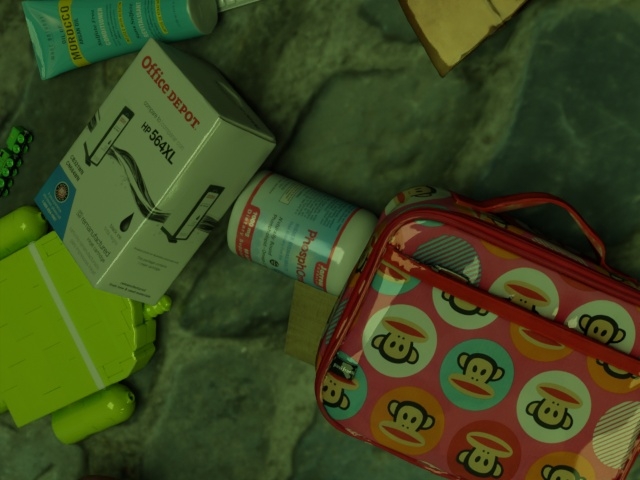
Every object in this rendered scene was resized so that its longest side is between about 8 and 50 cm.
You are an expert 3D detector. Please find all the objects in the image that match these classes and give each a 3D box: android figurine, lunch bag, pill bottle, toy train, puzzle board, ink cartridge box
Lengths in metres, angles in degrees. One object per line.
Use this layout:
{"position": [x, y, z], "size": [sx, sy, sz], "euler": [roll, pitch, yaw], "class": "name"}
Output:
{"position": [-0.277, 0.086, 1.490], "size": [0.272, 0.056, 0.248], "euler": [-28, 90, 24], "class": "android figurine"}
{"position": [0.162, 0.083, 1.253], "size": [0.293, 0.120, 0.258], "euler": [23, 104, -5], "class": "lunch bag"}
{"position": [0.000, 0.000, 1.346], "size": [0.160, 0.087, 0.087], "euler": [22, 108, 16], "class": "pill bottle"}
{"position": [-0.325, -0.082, 1.495], "size": [0.023, 0.017, 0.083], "euler": [38, 112, 21], "class": "toy train"}
{"position": [0.028, 0.095, 1.380], "size": [0.128, 0.011, 0.096], "euler": [22, 129, 15], "class": "puzzle board"}
{"position": [-0.158, -0.066, 1.351], "size": [0.203, 0.086, 0.148], "euler": [-53, 50, 14], "class": "ink cartridge box"}

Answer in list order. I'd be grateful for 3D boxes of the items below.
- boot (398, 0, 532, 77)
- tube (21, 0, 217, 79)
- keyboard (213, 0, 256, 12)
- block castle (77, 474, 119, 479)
{"position": [0.038, -0.266, 1.279], "size": [0.264, 0.096, 0.280], "euler": [-35, 92, 6], "class": "boot"}
{"position": [-0.199, -0.211, 1.396], "size": [0.207, 0.052, 0.080], "euler": [-6, 98, 29], "class": "tube"}
{"position": [-0.095, -0.256, 1.370], "size": [0.256, 0.014, 0.072], "euler": [-13, 96, 23], "class": "keyboard"}
{"position": [-0.141, 0.475, 1.440], "size": [0.303, 0.213, 0.453], "euler": [4, 105, 17], "class": "block castle"}
